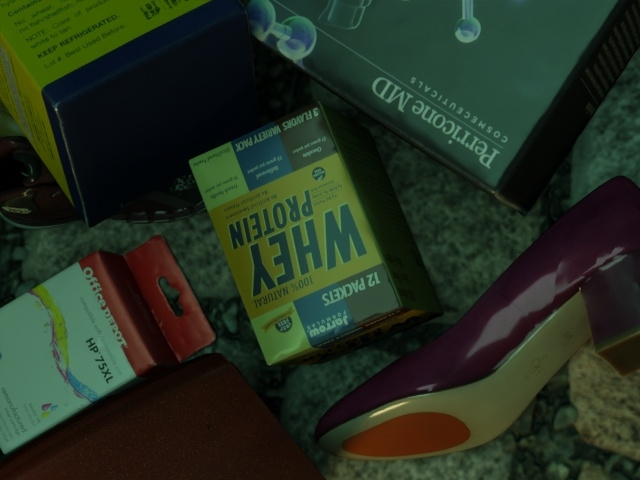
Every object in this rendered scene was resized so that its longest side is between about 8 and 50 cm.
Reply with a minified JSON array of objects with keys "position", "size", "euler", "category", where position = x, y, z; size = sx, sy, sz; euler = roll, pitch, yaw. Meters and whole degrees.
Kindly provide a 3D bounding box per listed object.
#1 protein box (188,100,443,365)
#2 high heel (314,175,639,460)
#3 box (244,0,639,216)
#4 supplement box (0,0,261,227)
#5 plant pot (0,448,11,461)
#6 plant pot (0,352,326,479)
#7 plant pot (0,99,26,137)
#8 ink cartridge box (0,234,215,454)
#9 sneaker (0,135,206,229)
[{"position":[0.000,0.000,1.658],"size":[0.136,0.200,0.201],"euler":[-24,81,12],"category":"protein box"},{"position":[0.158,0.081,1.682],"size":[0.377,0.127,0.181],"euler":[-21,52,16],"category":"high heel"},{"position":[0.165,-0.270,1.631],"size":[0.293,0.212,0.395],"euler":[34,95,14],"category":"box"},{"position":[-0.231,-0.226,1.655],"size":[0.194,0.195,0.356],"euler":[-29,61,-15],"category":"supplement box"},{"position":[-0.395,0.330,1.758],"size":[0.234,0.165,0.165],"euler":[-30,79,19],"category":"plant pot"},{"position":[-0.132,0.243,1.635],"size":[0.236,0.267,0.267],"euler":[-40,92,-9],"category":"plant pot"},{"position":[-0.285,-0.214,1.836],"size":[0.236,0.032,0.236],"euler":[-1,84,14],"category":"plant pot"},{"position":[-0.237,0.101,1.774],"size":[0.231,0.078,0.134],"euler":[-31,79,10],"category":"ink cartridge box"},{"position":[-0.218,-0.067,1.739],"size":[0.281,0.162,0.106],"euler":[-13,82,14],"category":"sneaker"}]
